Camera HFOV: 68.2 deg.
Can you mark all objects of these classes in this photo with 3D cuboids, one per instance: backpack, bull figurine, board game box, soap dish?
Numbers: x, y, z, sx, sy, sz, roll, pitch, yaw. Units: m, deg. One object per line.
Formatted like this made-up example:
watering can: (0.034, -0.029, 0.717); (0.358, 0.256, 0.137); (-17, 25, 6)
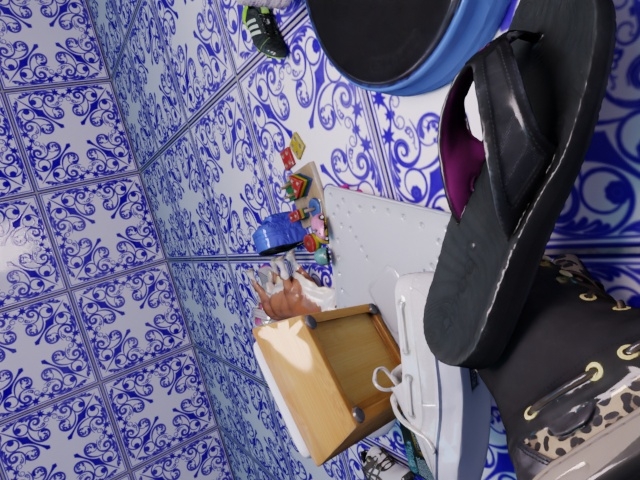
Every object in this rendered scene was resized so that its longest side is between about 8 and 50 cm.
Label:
backpack: (-0.112, -0.015, 1.186); (0.098, 0.120, 0.101); (-36, 75, 60)
bull figurine: (-0.068, 0.125, 1.174); (0.310, 0.101, 0.188); (-23, 94, 51)
board game box: (0.215, 0.414, 0.977); (0.126, 0.026, 0.186); (4, 109, 60)
soap dish: (0.042, 0.224, 0.822); (0.118, 0.291, 0.229); (-40, 67, 27)
board game box: (0.153, 0.106, 0.883); (0.390, 0.050, 0.390); (23, 125, 54)

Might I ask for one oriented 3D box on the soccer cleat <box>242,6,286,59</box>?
soccer cleat: (-0.123, -0.460, 1.016); (0.179, 0.060, 0.072); (59, 147, 26)

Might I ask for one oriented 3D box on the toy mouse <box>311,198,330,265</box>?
toy mouse: (0.000, 0.000, 0.998); (0.143, 0.031, 0.161); (-84, -12, -57)

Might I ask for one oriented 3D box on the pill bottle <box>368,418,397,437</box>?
pill bottle: (0.091, 0.350, 1.054); (0.184, 0.103, 0.103); (-158, 54, -72)

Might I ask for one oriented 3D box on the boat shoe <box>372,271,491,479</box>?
boat shoe: (0.159, 0.222, 0.724); (0.156, 0.136, 0.367); (3, 108, 41)

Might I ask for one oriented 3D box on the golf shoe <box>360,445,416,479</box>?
golf shoe: (0.146, 0.537, 1.114); (0.094, 0.077, 0.198); (65, 149, 12)

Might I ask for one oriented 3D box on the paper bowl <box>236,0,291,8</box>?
paper bowl: (-0.122, -0.551, 0.794); (0.284, 0.148, 0.284); (178, 90, -74)

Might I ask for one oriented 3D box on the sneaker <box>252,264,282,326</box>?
sneaker: (-0.142, 0.198, 1.366); (0.103, 0.111, 0.252); (-11, 96, 60)

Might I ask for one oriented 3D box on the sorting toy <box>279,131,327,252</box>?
sorting toy: (-0.045, -0.107, 1.098); (0.132, 0.046, 0.274); (-19, 89, 60)

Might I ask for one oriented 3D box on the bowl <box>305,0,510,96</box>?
bowl: (0.097, -0.402, 0.664); (0.391, 0.077, 0.391); (36, 135, 45)

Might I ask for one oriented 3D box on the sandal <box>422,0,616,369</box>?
sandal: (0.181, -0.082, 0.499); (0.167, 0.107, 0.445); (-153, 78, -75)

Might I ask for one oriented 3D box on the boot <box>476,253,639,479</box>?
boot: (0.314, 0.085, 0.461); (0.138, 0.377, 0.284); (41, -166, -16)
